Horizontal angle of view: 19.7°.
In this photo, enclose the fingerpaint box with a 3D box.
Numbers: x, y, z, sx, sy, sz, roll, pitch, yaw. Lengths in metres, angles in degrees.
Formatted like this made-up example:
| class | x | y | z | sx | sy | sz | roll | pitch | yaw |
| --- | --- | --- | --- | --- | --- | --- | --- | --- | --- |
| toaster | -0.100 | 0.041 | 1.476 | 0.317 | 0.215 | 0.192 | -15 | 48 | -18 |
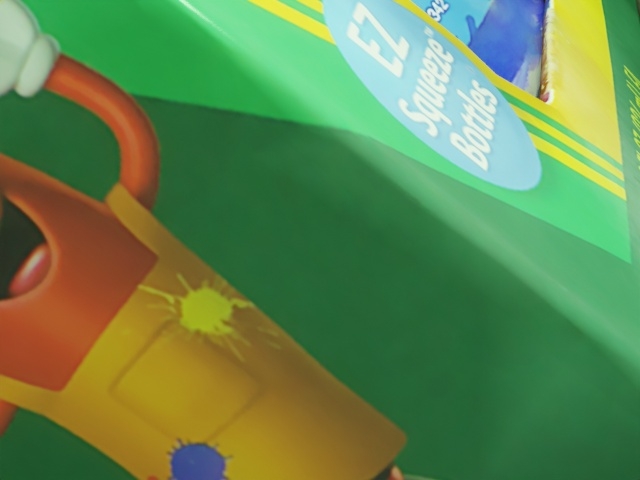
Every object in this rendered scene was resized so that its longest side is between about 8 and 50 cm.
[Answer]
| class | x | y | z | sx | sy | sz | roll | pitch | yaw |
| --- | --- | --- | --- | --- | --- | --- | --- | --- | --- |
| fingerpaint box | -0.077 | -0.105 | 0.576 | 0.371 | 0.163 | 0.445 | 38 | 21 | -9 |
